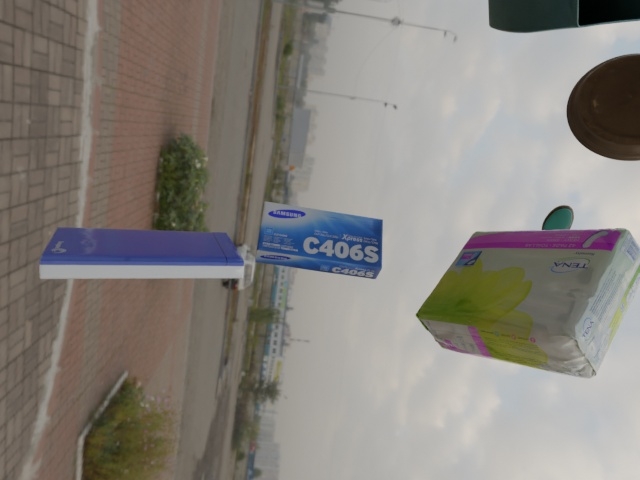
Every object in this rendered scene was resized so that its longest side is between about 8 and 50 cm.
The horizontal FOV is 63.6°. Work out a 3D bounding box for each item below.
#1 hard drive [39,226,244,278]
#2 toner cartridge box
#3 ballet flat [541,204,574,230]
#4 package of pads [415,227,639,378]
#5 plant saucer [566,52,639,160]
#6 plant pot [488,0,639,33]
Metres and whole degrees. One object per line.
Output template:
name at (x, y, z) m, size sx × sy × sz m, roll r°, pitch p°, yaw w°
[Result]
hard drive at (-0.318, 0.021, 0.944) m, size 0.210 × 0.319 × 0.040 m, roll -141°, pitch -125°, yaw -65°
toner cartridge box at (0.000, 0.000, 1.461) m, size 0.075 × 0.348 × 0.165 m, roll 107°, pitch -11°, yaw -58°
ballet flat at (0.648, -0.028, 1.433) m, size 0.067 × 0.073 × 0.206 m, roll -55°, pitch 157°, yaw -43°
package of pads at (0.323, 0.087, 0.827) m, size 0.229 × 0.101 × 0.296 m, roll -49°, pitch -156°, yaw -26°
plant saucer at (0.719, -0.316, 1.187) m, size 0.041 × 0.278 × 0.278 m, roll 38°, pitch 54°, yaw -61°
plant pot at (0.414, -0.452, 0.907) m, size 0.234 × 0.165 × 0.165 m, roll -152°, pitch -129°, yaw -62°
